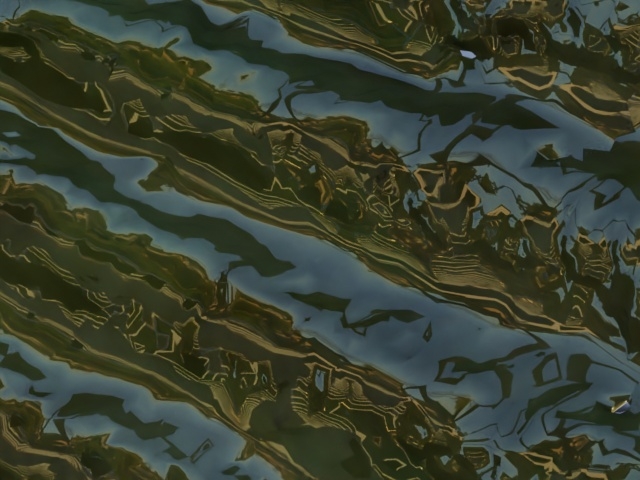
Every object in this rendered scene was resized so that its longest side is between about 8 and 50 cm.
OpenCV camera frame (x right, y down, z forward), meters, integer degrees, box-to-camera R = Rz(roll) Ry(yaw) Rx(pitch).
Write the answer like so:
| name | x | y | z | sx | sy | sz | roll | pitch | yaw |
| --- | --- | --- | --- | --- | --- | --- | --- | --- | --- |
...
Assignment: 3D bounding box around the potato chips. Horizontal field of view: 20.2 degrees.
| name | x | y | z | sx | sy | sz | roll | pitch | yaw |
| --- | --- | --- | --- | --- | --- | --- | --- | --- | --- |
| potato chips | 0.008 | -0.002 | 0.417 | 0.389 | 0.373 | 0.097 | -8 | -22 | 32 |
